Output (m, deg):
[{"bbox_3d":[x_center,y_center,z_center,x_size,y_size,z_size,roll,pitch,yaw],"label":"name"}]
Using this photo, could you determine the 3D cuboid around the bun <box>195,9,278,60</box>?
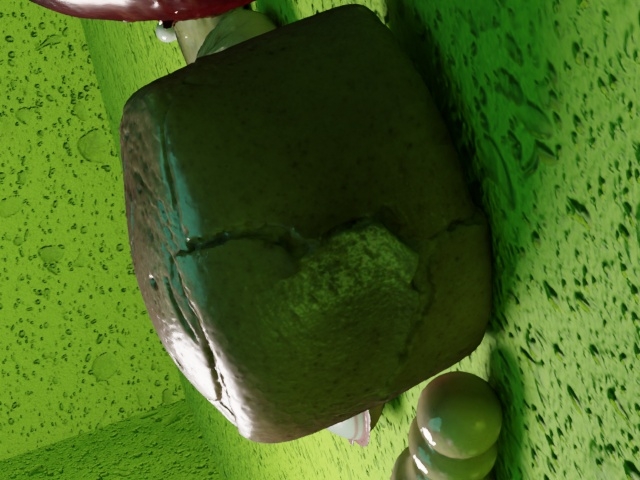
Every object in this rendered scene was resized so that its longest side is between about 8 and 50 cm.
[{"bbox_3d":[-0.077,-0.144,1.505,0.183,0.102,0.183,160,90,-81],"label":"bun"}]

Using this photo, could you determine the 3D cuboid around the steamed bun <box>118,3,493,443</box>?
[{"bbox_3d":[0.000,0.000,1.063,0.199,0.252,0.301,21,132,62],"label":"steamed bun"}]

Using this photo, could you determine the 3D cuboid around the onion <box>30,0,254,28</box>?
[{"bbox_3d":[-0.147,-0.307,1.096,0.341,0.341,0.341,162,90,-79],"label":"onion"}]

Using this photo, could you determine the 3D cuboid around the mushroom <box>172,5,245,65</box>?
[{"bbox_3d":[-0.119,-0.227,1.632,0.107,0.087,0.333,-118,11,-57],"label":"mushroom"}]

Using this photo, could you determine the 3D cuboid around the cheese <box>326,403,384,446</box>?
[{"bbox_3d":[0.016,0.104,1.520,0.286,0.074,0.189,85,161,-45],"label":"cheese"}]

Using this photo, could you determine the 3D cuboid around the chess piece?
[{"bbox_3d":[0.102,0.170,1.181,0.170,0.094,0.094,91,158,-49],"label":"chess piece"}]

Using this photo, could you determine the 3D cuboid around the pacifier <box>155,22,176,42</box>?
[{"bbox_3d":[-0.165,-0.262,1.811,0.099,0.078,0.081,97,174,-67],"label":"pacifier"}]
